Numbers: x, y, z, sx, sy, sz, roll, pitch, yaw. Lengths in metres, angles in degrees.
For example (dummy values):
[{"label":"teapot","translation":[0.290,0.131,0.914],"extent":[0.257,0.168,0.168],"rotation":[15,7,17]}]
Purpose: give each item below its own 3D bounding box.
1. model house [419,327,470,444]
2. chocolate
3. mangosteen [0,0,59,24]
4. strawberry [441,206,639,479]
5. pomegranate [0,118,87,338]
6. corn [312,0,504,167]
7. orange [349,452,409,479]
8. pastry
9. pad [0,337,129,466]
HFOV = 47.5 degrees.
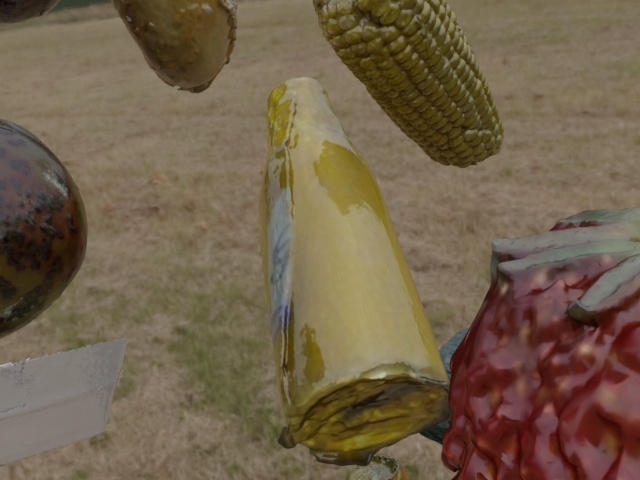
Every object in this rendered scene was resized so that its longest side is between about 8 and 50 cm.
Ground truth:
[{"label":"model house","translation":[0.445,0.320,1.390],"extent":[0.445,0.395,0.400],"rotation":[18,-10,42]},{"label":"chocolate","translation":[0.000,0.000,0.776],"extent":[0.162,0.162,0.446],"rotation":[-11,52,-5]},{"label":"mangosteen","translation":[-0.446,-0.375,0.916],"extent":[0.228,0.228,0.265],"rotation":[15,41,45]},{"label":"strawberry","translation":[0.207,0.151,0.417],"extent":[0.291,0.344,0.292],"rotation":[3,16,-1]},{"label":"pomegranate","translation":[-0.297,-0.037,0.589],"extent":[0.198,0.246,0.198],"rotation":[-12,9,2]},{"label":"corn","translation":[0.105,-0.196,0.811],"extent":[0.130,0.347,0.130],"rotation":[-19,51,25]},{"label":"orange","translation":[0.147,0.593,1.781],"extent":[0.156,0.134,0.157],"rotation":[14,23,-6]},{"label":"pastry","translation":[-0.221,-0.387,1.087],"extent":[0.184,0.316,0.284],"rotation":[-28,42,-2]},{"label":"pad","translation":[-0.275,0.152,0.597],"extent":[0.232,0.157,0.004],"rotation":[-11,50,-37]}]
